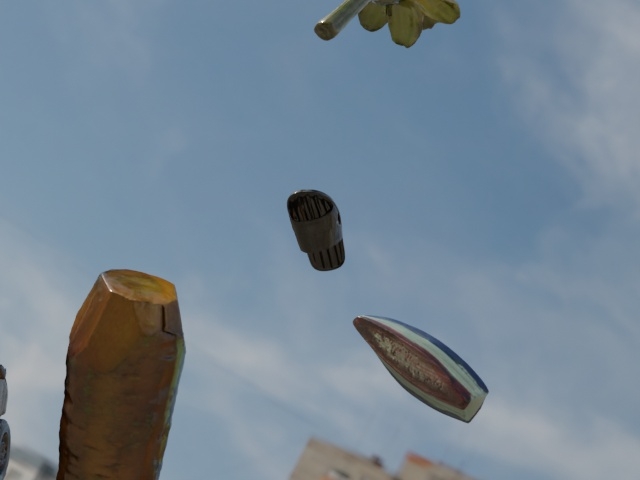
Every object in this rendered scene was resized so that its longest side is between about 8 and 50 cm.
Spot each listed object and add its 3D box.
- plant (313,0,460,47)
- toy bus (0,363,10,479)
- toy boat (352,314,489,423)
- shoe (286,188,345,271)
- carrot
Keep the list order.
[{"bbox_3d":[0.104,-0.371,2.010,0.261,0.297,0.305,-24,-63,11],"label":"plant"},{"bbox_3d":[-0.290,0.192,1.026,0.140,0.289,0.157,7,-27,1],"label":"toy bus"},{"bbox_3d":[0.120,0.155,2.082,0.229,0.080,0.046,38,12,35],"label":"toy boat"},{"bbox_3d":[0.000,0.000,2.034,0.062,0.053,0.159,-10,-39,7],"label":"shoe"},{"bbox_3d":[-0.127,0.144,0.954,0.070,0.260,0.070,9,20,-3],"label":"carrot"}]
